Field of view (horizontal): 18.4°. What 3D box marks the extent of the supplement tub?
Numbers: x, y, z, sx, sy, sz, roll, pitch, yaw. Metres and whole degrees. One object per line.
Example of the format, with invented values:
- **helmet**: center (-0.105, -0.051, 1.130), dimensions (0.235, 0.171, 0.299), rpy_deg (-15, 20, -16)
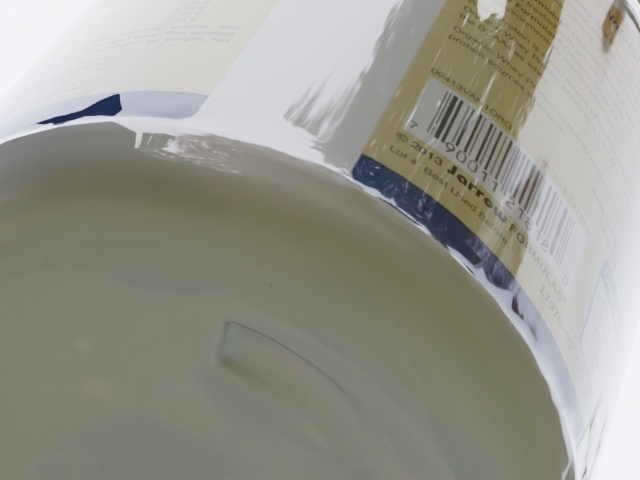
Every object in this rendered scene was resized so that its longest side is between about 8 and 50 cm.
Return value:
- **supplement tub**: center (0.000, 0.000, 0.682), dimensions (0.228, 0.316, 0.228), rpy_deg (9, -57, 14)
